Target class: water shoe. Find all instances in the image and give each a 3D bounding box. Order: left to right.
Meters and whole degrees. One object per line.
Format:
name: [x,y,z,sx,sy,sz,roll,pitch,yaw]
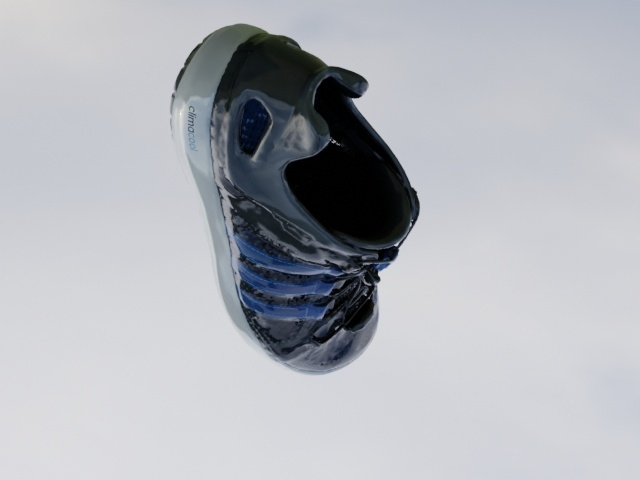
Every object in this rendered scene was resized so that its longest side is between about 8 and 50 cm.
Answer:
water shoe: [0.000,0.000,0.773,0.080,0.203,0.073,21,-117,31]
